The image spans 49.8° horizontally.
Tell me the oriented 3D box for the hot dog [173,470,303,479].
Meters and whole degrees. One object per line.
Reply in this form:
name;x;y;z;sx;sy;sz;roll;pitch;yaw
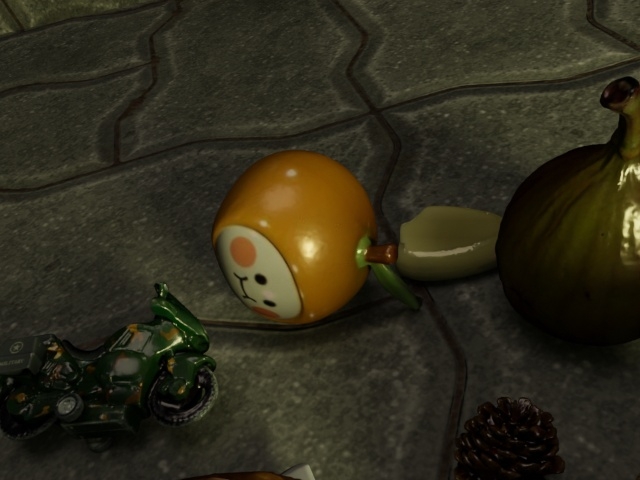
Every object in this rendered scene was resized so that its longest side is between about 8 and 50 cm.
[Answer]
hot dog;-0.054;0.341;0.404;0.267;0.174;0.387;-16;51;20

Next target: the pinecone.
pinecone;0.164;0.190;0.606;0.102;0.109;0.102;-9;35;7

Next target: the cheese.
cheese;0.226;-0.002;0.889;0.256;0.050;0.127;-3;37;12

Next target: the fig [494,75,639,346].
fig;0.288;-0.031;0.678;0.217;0.320;0.216;-5;57;7

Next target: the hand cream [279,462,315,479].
hand cream;0.005;0.297;0.570;0.079;0.048;0.255;-35;41;-4

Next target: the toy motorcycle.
toy motorcycle;-0.245;0.141;0.801;0.275;0.124;0.187;-8;46;8

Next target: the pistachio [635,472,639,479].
pistachio;0.344;0.234;0.350;0.365;0.281;0.445;-41;28;14

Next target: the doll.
doll;0.000;0.000;0.825;0.236;0.213;0.213;10;43;26
